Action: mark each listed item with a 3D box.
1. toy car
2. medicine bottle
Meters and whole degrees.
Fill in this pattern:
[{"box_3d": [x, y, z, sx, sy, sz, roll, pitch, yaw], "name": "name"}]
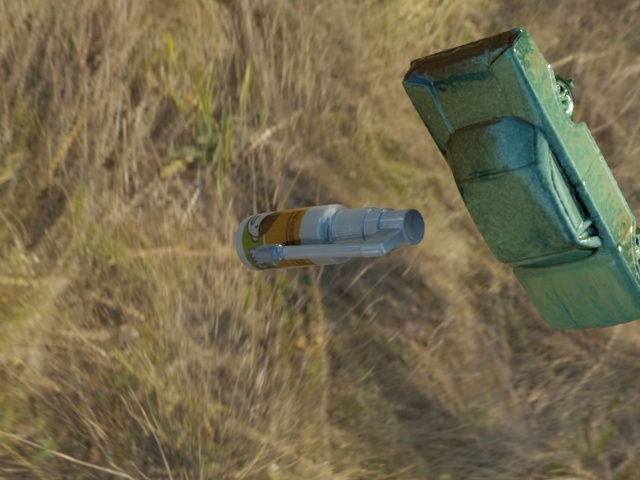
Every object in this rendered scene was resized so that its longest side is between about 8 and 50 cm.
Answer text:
[{"box_3d": [0.201, -0.044, 1.448, 0.321, 0.141, 0.097, 58, 45, -21], "name": "toy car"}, {"box_3d": [0.000, 0.000, 1.548, 0.092, 0.220, 0.061, -33, 110, -45], "name": "medicine bottle"}]
